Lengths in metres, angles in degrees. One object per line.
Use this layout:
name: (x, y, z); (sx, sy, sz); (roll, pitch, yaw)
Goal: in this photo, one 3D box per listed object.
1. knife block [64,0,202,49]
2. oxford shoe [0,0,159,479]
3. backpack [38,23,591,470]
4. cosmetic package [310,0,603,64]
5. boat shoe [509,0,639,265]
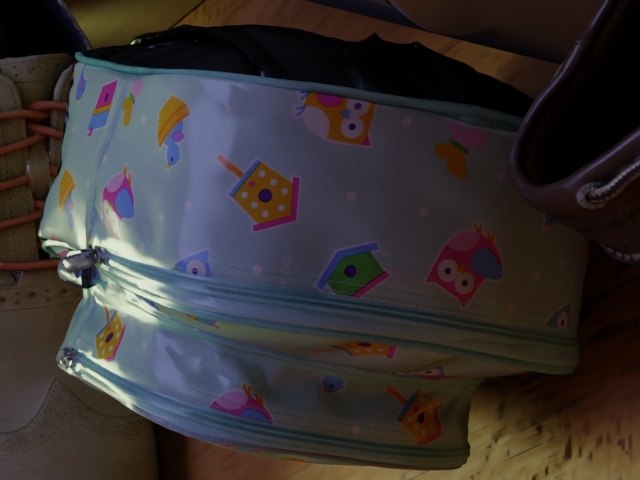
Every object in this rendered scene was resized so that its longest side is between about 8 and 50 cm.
knife block: (-0.081, -0.170, 1.009); (0.276, 0.088, 0.242); (-65, 26, 24)
oxford shoe: (-0.160, -0.013, 0.957); (0.146, 0.140, 0.397); (-51, 54, 49)
backpack: (0.000, 0.000, 0.653); (0.188, 0.165, 0.144); (175, 105, -68)
cosmetic package: (-0.051, -0.177, 0.722); (0.365, 0.197, 0.155); (21, 96, 49)
boat shoe: (0.131, -0.095, 0.502); (0.257, 0.095, 0.095); (-64, 27, 27)
